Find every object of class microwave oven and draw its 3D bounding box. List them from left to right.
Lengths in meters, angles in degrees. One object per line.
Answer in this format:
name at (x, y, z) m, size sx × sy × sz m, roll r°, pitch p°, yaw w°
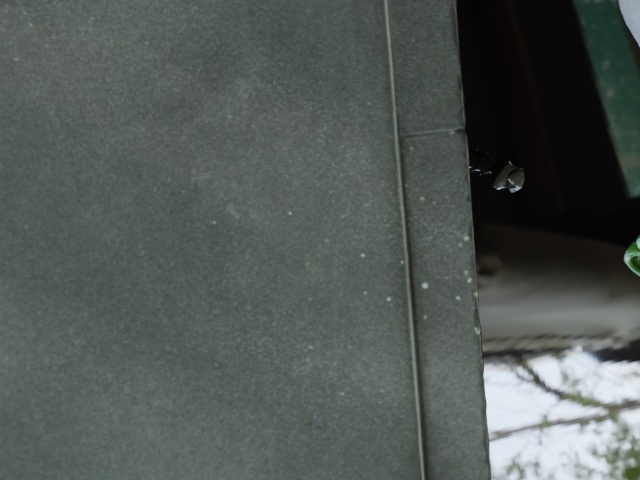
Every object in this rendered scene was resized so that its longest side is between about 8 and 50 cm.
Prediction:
microwave oven at (-0.108, 0.083, 0.536) m, size 0.236 × 0.374 × 0.432 m, roll -129°, pitch 34°, yaw -78°

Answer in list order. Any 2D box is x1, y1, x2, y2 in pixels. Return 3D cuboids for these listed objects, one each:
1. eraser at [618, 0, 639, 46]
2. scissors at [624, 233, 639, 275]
eraser at (0.446, -0.197, 1.227) m, size 0.331 × 0.331 × 0.150 m, roll 60°, pitch -171°, yaw -19°
scissors at (0.416, 0.058, 1.294) m, size 0.204 × 0.027 × 0.101 m, roll 35°, pitch 165°, yaw 8°
